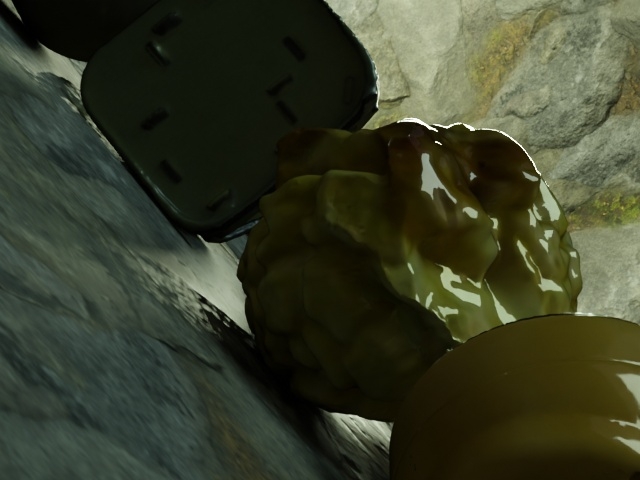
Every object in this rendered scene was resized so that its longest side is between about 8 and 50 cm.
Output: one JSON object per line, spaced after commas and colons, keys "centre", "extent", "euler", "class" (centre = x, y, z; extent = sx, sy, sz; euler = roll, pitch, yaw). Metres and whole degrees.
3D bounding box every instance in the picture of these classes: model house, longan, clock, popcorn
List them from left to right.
{"centre": [-0.219, -0.245, 1.330], "extent": [0.204, 0.159, 0.185], "euler": [-13, 41, -43], "class": "longan"}
{"centre": [-0.059, -0.111, 1.346], "extent": [0.205, 0.218, 0.278], "euler": [52, 1, 12], "class": "model house"}
{"centre": [0.082, 0.046, 1.101], "extent": [0.265, 0.225, 0.332], "euler": [-40, 98, -41], "class": "popcorn"}
{"centre": [0.190, 0.197, 0.951], "extent": [0.317, 0.244, 0.200], "euler": [43, 22, -22], "class": "clock"}
